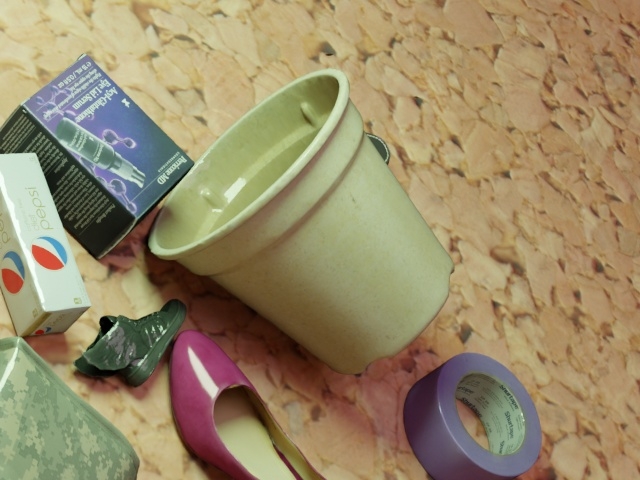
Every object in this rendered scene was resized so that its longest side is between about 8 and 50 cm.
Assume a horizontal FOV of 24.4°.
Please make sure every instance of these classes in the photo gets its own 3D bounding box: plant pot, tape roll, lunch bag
[{"bbox_3d":[0.000,0.000,1.933,0.305,0.334,0.333,47,41,-20],"label":"plant pot"},{"bbox_3d":[0.214,0.258,2.075,0.189,0.080,0.189,23,48,-28],"label":"tape roll"},{"bbox_3d":[-0.315,0.278,1.536,0.287,0.169,0.235,52,37,-39],"label":"lunch bag"}]

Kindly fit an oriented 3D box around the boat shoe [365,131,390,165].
[{"bbox_3d":[0.008,-0.122,2.162,0.285,0.092,0.102,-6,65,-43],"label":"boat shoe"}]

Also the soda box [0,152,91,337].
[{"bbox_3d":[-0.353,0.004,1.777,0.069,0.074,0.216,-6,65,-43],"label":"soda box"}]

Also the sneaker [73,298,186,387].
[{"bbox_3d":[-0.232,0.113,1.818,0.089,0.051,0.170,41,46,-16],"label":"sneaker"}]

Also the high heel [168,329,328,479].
[{"bbox_3d":[-0.048,0.248,1.780,0.127,0.181,0.377,-19,75,-46],"label":"high heel"}]

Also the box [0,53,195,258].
[{"bbox_3d":[-0.291,-0.108,1.886,0.207,0.108,0.153,44,42,-6],"label":"box"}]
